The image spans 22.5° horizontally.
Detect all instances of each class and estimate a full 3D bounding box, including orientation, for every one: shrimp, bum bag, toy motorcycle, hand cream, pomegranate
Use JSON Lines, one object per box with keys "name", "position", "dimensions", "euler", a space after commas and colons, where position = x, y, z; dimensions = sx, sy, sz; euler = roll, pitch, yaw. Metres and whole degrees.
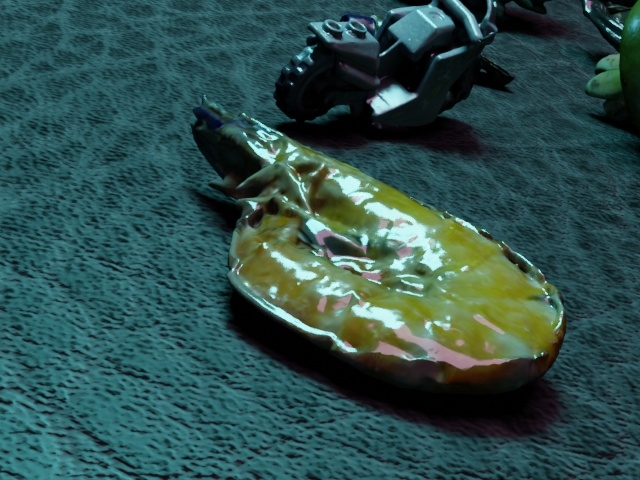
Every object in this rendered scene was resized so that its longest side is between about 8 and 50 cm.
{"name": "shrimp", "position": [0.000, 0.000, 0.905], "dimensions": [0.164, 0.062, 0.317], "euler": [-8, 33, -42]}
{"name": "bum bag", "position": [0.348, -0.184, 1.613], "dimensions": [0.102, 0.069, 0.248], "euler": [22, 28, -40]}
{"name": "toy motorcycle", "position": [0.062, -0.140, 1.220], "dimensions": [0.215, 0.122, 0.080], "euler": [-7, 45, -46]}
{"name": "hand cream", "position": [0.095, -0.173, 1.454], "dimensions": [0.163, 0.039, 0.062], "euler": [11, 5, -18]}
{"name": "pomegranate", "position": [0.323, -0.156, 1.371], "dimensions": [0.179, 0.179, 0.210], "euler": [-3, 27, -40]}

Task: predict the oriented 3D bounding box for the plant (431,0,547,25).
{"name": "plant", "position": [0.177, -0.301, 1.714], "dimensions": [0.194, 0.129, 0.132], "euler": [11, 23, -3]}
